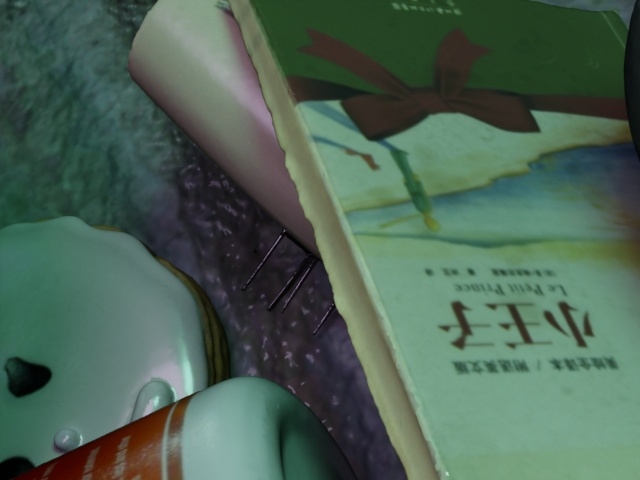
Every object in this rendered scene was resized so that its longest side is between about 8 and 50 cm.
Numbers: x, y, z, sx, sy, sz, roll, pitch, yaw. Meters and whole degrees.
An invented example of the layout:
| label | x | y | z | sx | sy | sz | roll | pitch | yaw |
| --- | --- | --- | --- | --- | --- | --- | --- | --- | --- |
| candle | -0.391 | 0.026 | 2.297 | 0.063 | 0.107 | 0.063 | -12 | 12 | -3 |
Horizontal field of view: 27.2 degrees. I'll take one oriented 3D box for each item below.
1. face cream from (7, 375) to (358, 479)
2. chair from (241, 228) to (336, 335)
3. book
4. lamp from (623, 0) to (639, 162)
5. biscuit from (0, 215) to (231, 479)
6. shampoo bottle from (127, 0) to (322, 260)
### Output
| label | x | y | z | sx | sy | sz | roll | pitch | yaw |
| --- | --- | --- | --- | --- | --- | --- | --- | --- | --- |
| face cream | -0.060 | 0.172 | 0.473 | 0.187 | 0.201 | 0.201 | -26 | 58 | 7 |
| chair | 0.002 | 0.000 | 0.633 | 0.042 | 0.037 | 0.086 | 21 | 77 | 40 |
| book | 0.087 | -0.005 | 0.502 | 0.201 | 0.026 | 0.289 | 2 | 45 | -26 |
| lamp | 0.172 | -0.016 | 0.410 | 0.182 | 0.182 | 0.314 | 7 | 43 | 24 |
| biscuit | -0.136 | 0.085 | 0.637 | 0.181 | 0.049 | 0.208 | 16 | 70 | 28 |
| shampoo bottle | 0.036 | -0.023 | 0.578 | 0.257 | 0.127 | 0.078 | 37 | 122 | 13 |
